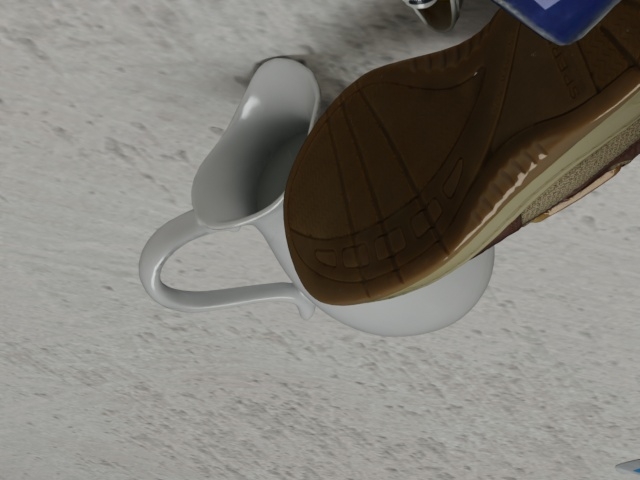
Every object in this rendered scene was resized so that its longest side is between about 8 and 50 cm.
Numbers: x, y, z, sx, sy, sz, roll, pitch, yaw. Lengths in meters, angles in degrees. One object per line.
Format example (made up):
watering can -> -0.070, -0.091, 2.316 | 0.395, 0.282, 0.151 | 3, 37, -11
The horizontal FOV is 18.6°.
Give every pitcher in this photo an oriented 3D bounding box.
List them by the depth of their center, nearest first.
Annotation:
pitcher -> 0.000, 0.000, 1.239 | 0.178, 0.125, 0.207 | -44, 135, 16

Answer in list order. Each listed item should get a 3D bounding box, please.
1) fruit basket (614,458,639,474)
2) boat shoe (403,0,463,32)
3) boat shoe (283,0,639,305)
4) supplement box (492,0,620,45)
fruit basket -> 0.302, 0.122, 0.765 | 0.327, 0.165, 0.353 | 10, 166, -1
boat shoe -> 0.053, -0.137, 1.004 | 0.035, 0.035, 0.100 | 3, 161, 16
boat shoe -> 0.114, -0.060, 1.043 | 0.123, 0.123, 0.342 | 2, 150, -40
supplement box -> -0.031, -0.234, 0.337 | 0.356, 0.194, 0.195 | 31, 121, -28
